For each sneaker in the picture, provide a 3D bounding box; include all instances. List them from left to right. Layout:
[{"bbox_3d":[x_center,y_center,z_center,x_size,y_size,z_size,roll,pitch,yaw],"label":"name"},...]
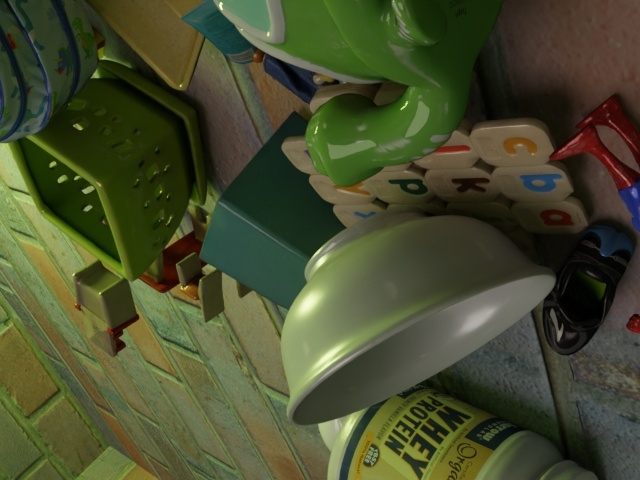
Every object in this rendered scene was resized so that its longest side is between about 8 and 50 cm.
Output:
[{"bbox_3d":[0.259,0.061,0.828,0.067,0.078,0.188,30,148,19],"label":"sneaker"}]

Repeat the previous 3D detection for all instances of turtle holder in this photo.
[{"bbox_3d":[0.031,-0.223,0.608,0.227,0.243,0.320,9,147,38],"label":"turtle holder"}]

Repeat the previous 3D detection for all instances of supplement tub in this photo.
[{"bbox_3d":[0.192,0.342,1.113,0.316,0.228,0.228,17,140,41],"label":"supplement tub"}]

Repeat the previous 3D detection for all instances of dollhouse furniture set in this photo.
[{"bbox_3d":[-0.268,0.057,1.329,0.262,0.259,0.135,29,137,31],"label":"dollhouse furniture set"}]

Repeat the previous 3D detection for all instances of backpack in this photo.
[{"bbox_3d":[-0.435,-0.292,0.983,0.290,0.273,0.356,-9,137,28],"label":"backpack"}]

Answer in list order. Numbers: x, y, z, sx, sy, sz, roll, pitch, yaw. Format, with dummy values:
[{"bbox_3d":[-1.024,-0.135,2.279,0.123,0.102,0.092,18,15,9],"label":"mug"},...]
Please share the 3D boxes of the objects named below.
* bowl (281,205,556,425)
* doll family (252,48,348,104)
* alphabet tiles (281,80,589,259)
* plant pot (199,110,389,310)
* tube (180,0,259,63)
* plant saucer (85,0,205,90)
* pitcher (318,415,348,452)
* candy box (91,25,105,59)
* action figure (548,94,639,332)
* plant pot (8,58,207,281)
[{"bbox_3d":[0.074,0.059,0.825,0.134,0.297,0.298,61,156,21],"label":"bowl"},{"bbox_3d":[0.009,-0.176,0.817,0.163,0.118,0.263,38,150,14],"label":"doll family"},{"bbox_3d":[0.111,-0.060,0.812,0.277,0.021,0.284,0,148,35],"label":"alphabet tiles"},{"bbox_3d":[0.000,0.000,1.014,0.234,0.165,0.166,36,150,2],"label":"plant pot"},{"bbox_3d":[-0.093,-0.228,0.852,0.052,0.080,0.207,52,-178,-1],"label":"tube"},{"bbox_3d":[-0.213,-0.377,0.898,0.333,0.081,0.333,45,152,2],"label":"plant saucer"},{"bbox_3d":[0.051,0.281,1.287,0.125,0.178,0.207,-8,127,8],"label":"pitcher"},{"bbox_3d":[-0.426,-0.323,1.213,0.186,0.109,0.053,43,151,4],"label":"candy box"},{"bbox_3d":[0.299,0.022,0.718,0.280,0.091,0.139,46,144,2],"label":"action figure"},{"bbox_3d":[-0.298,-0.117,1.202,0.227,0.207,0.228,32,148,23],"label":"plant pot"}]
